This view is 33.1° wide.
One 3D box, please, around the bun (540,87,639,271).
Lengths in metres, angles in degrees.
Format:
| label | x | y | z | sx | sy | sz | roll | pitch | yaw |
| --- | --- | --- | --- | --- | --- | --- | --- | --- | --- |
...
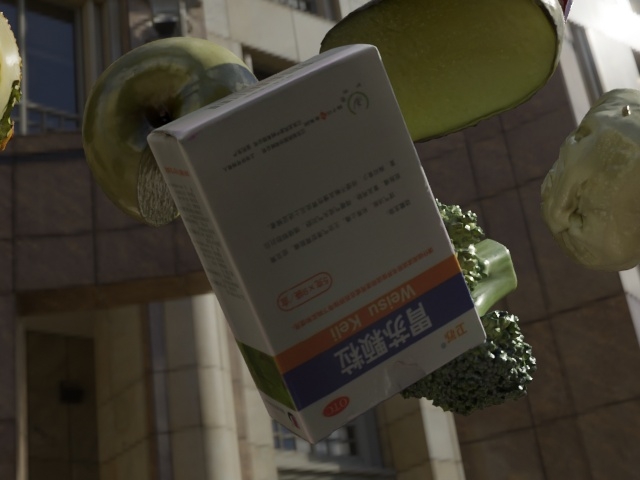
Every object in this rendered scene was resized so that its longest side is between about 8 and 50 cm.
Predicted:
| label | x | y | z | sx | sy | sz | roll | pitch | yaw |
| --- | --- | --- | --- | --- | --- | --- | --- | --- | --- |
| bun | 0.338 | -0.071 | 1.269 | 0.145 | 0.229 | 0.229 | 12 | -27 | 2 |

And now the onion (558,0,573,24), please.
| label | x | y | z | sx | sy | sz | roll | pitch | yaw |
| --- | --- | --- | --- | --- | --- | --- | --- | --- | --- |
| onion | 0.253 | -0.384 | 1.655 | 0.276 | 0.276 | 0.276 | -7 | -26 | -3 |

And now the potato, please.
| label | x | y | z | sx | sy | sz | roll | pitch | yaw |
| --- | --- | --- | --- | --- | --- | --- | --- | --- | --- |
| potato | 0.126 | -0.202 | 1.101 | 0.271 | 0.111 | 0.160 | -19 | -68 | 37 |

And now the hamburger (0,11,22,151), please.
| label | x | y | z | sx | sy | sz | roll | pitch | yaw |
| --- | --- | --- | --- | --- | --- | --- | --- | --- | --- |
| hamburger | -0.603 | -0.262 | 1.657 | 0.276 | 0.294 | 0.179 | -6 | 6 | -7 |

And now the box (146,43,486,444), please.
| label | x | y | z | sx | sy | sz | roll | pitch | yaw |
| --- | --- | --- | --- | --- | --- | --- | --- | --- | --- |
| box | 0.000 | 0.000 | 0.969 | 0.200 | 0.299 | 0.106 | -28 | 15 | -20 |

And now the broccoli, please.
| label | x | y | z | sx | sy | sz | roll | pitch | yaw |
| --- | --- | --- | --- | --- | --- | --- | --- | --- | --- |
| broccoli | 0.171 | 0.069 | 1.547 | 0.302 | 0.375 | 0.249 | -36 | -31 | -16 |

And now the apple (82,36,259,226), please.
| label | x | y | z | sx | sy | sz | roll | pitch | yaw |
| --- | --- | --- | --- | --- | --- | --- | --- | --- | --- |
| apple | -0.206 | -0.155 | 1.619 | 0.292 | 0.292 | 0.254 | -12 | -13 | 7 |
